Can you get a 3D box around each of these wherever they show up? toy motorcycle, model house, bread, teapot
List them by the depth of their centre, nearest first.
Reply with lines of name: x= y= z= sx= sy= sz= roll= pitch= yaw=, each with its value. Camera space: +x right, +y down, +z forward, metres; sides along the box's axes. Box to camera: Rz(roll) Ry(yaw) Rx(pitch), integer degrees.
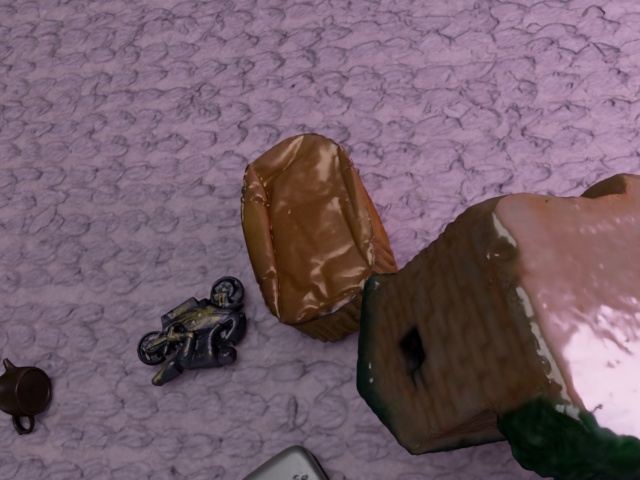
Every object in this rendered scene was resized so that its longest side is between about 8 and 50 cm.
model house: x=0.262 y=0.135 z=0.880 sx=0.382 sy=0.342 sz=0.335 roll=2 pitch=61 yaw=-29
bread: x=0.000 y=0.000 z=1.138 sx=0.204 sy=0.156 sz=0.288 roll=-30 pitch=64 yaw=10
toy motorcycle: x=-0.178 y=0.145 z=1.170 sx=0.193 sy=0.061 sz=0.124 roll=-37 pitch=64 yaw=-5
teapot: x=-0.464 y=0.239 z=1.203 sx=0.068 sy=0.076 sz=0.121 roll=-6 pitch=94 yaw=24

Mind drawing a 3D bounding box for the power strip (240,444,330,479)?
power strip: x=-0.032 y=0.420 z=1.001 sx=0.193 sy=0.059 sz=0.265 roll=-36 pitch=62 yaw=-3
